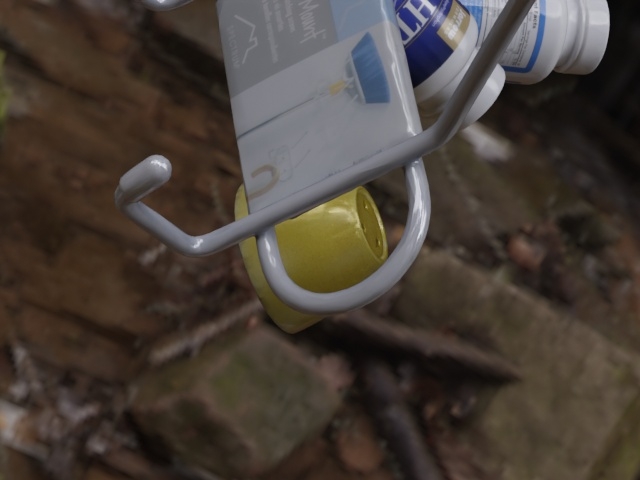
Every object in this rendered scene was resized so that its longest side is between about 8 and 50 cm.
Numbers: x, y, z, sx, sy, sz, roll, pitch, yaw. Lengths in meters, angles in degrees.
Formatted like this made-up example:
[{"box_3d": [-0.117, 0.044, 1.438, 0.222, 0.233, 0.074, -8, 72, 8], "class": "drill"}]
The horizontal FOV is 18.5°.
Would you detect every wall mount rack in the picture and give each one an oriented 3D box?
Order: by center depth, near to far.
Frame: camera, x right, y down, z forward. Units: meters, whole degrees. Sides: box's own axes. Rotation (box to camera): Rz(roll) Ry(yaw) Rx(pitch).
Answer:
[{"box_3d": [0.011, -0.146, 1.138, 0.130, 0.304, 0.350, 40, 32, -48], "class": "wall mount rack"}]

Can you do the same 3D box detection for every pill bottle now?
[{"box_3d": [0.074, -0.185, 1.748, 0.186, 0.112, 0.112, 42, 30, -22], "class": "pill bottle"}, {"box_3d": [0.177, -0.225, 2.016, 0.221, 0.124, 0.124, 5, 41, -19], "class": "pill bottle"}]

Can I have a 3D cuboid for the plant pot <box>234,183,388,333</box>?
[{"box_3d": [0.000, 0.000, 1.643, 0.134, 0.095, 0.134, -19, 90, -73], "class": "plant pot"}]
